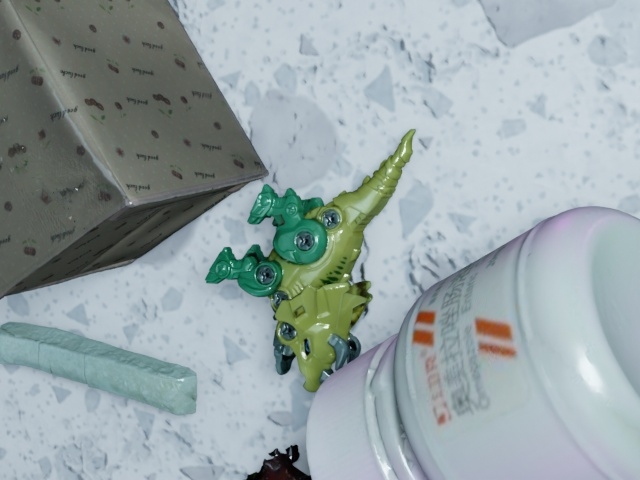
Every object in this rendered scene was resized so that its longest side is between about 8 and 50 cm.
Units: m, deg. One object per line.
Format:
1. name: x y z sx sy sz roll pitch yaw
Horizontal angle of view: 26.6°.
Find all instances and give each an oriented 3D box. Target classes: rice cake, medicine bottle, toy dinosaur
1. rice cake: -0.233 0.128 1.392 0.245 0.042 0.045 13 116 25
2. medicine bottle: 0.158 0.136 1.083 0.302 0.241 0.241 -34 83 37
3. toy dinosaur: 0.000 0.000 1.233 0.153 0.094 0.259 29 102 20

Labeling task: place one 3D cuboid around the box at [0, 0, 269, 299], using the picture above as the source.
1. box: -0.238 -0.126 1.251 0.190 0.225 0.297 -34 82 29

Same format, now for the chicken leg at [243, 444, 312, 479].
1. chicken leg: 0.011 0.264 1.283 0.234 0.063 0.105 19 111 21
